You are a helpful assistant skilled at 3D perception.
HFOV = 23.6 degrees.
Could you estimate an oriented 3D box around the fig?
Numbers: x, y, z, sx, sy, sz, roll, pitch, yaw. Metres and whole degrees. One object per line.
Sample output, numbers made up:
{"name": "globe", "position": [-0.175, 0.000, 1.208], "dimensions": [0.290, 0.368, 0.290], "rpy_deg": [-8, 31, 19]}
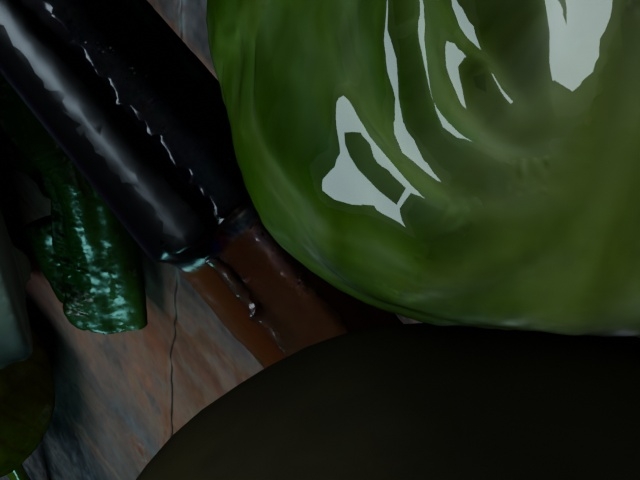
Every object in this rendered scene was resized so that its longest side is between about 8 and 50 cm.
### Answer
{"name": "fig", "position": [-0.273, 0.152, 1.311], "dimensions": [0.151, 0.151, 0.259], "rpy_deg": [48, 172, 30]}

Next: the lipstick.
{"name": "lipstick", "position": [-0.013, 0.025, 0.700], "dimensions": [0.418, 0.077, 0.077], "rpy_deg": [50, 152, -12]}

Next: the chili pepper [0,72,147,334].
{"name": "chili pepper", "position": [-0.169, -0.053, 1.008], "dimensions": [0.099, 0.083, 0.253], "rpy_deg": [24, 134, 53]}

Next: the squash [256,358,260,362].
{"name": "squash", "position": [0.000, 0.000, 0.778], "dimensions": [0.077, 0.068, 0.219], "rpy_deg": [40, 141, 25]}

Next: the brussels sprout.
{"name": "brussels sprout", "position": [0.069, -0.081, 0.488], "dimensions": [0.244, 0.244, 0.244], "rpy_deg": [37, 139, 41]}

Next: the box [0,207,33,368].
{"name": "box", "position": [-0.299, -0.114, 1.038], "dimensions": [0.396, 0.111, 0.396], "rpy_deg": [-157, 49, -76]}

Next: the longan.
{"name": "longan", "position": [0.059, 0.205, 0.549], "dimensions": [0.361, 0.361, 0.361], "rpy_deg": [37, 139, 41]}
